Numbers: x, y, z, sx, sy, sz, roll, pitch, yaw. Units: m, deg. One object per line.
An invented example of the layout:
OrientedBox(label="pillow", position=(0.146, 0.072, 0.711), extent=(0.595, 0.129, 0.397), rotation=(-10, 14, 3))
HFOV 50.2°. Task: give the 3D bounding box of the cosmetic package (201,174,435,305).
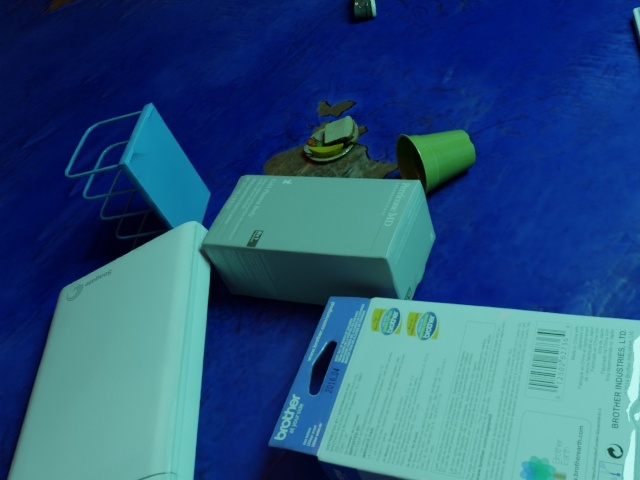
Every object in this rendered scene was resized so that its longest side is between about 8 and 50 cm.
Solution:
OrientedBox(label="cosmetic package", position=(0.000, 0.000, 0.795), extent=(0.238, 0.107, 0.127), rotation=(1, 46, 28))

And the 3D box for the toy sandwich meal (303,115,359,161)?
OrientedBox(label="toy sandwich meal", position=(0.014, -0.146, 0.980), extent=(0.086, 0.029, 0.085), rotation=(-12, 45, 12))

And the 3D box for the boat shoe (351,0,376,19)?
OrientedBox(label="boat shoe", position=(0.074, -0.443, 1.226), extent=(0.042, 0.049, 0.133), rotation=(-7, 50, 7))

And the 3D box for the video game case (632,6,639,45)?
OrientedBox(label="video game case", position=(0.509, -0.259, 0.879), extent=(0.173, 0.022, 0.190), rotation=(-5, 47, 19))

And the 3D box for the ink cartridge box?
OrientedBox(label="ink cartridge box", position=(0.126, 0.148, 0.627), extent=(0.311, 0.065, 0.186), rotation=(5, 51, 24))

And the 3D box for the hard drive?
OrientedBox(label="hard drive", position=(-0.228, 0.156, 0.748), extent=(0.233, 0.047, 0.353), rotation=(-26, 41, 20))

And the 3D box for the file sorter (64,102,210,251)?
OrientedBox(label="file sorter", position=(-0.242, -0.072, 0.921), extent=(0.104, 0.170, 0.118), rotation=(-10, 45, 18))

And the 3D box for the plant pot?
OrientedBox(label="plant pot", position=(0.148, -0.103, 0.855), extent=(0.079, 0.083, 0.083), rotation=(-19, 42, -12))
